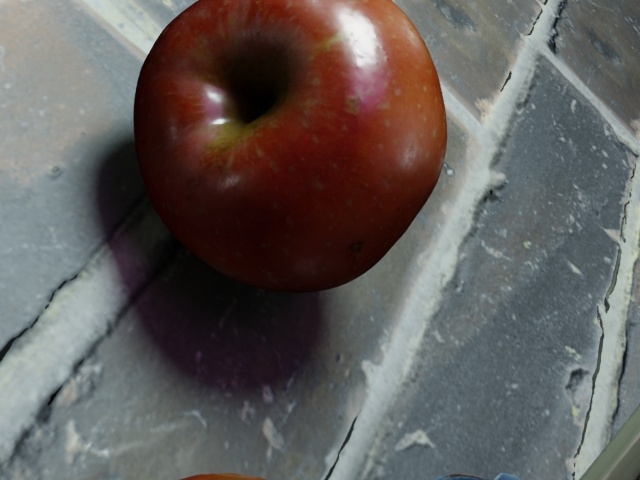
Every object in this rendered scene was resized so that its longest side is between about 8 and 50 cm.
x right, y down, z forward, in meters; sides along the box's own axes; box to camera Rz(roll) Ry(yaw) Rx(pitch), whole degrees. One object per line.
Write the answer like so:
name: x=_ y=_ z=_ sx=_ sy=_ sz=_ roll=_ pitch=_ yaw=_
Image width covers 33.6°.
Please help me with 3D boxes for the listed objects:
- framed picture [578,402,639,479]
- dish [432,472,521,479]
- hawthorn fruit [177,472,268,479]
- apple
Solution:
framed picture: x=0.264 y=0.380 z=0.749 sx=0.326 sy=0.028 sz=0.446 roll=-46 pitch=105 yaw=-15
dish: x=0.116 y=0.302 z=0.819 sx=0.228 sy=0.086 sz=0.236 roll=56 pitch=37 yaw=6
hawthorn fruit: x=-0.061 y=0.263 z=0.498 sx=0.295 sy=0.311 sz=0.295 roll=2 pitch=82 yaw=-12
apple: x=-0.020 y=-0.085 z=0.873 sx=0.216 sy=0.260 sz=0.260 roll=31 pitch=35 yaw=-61
